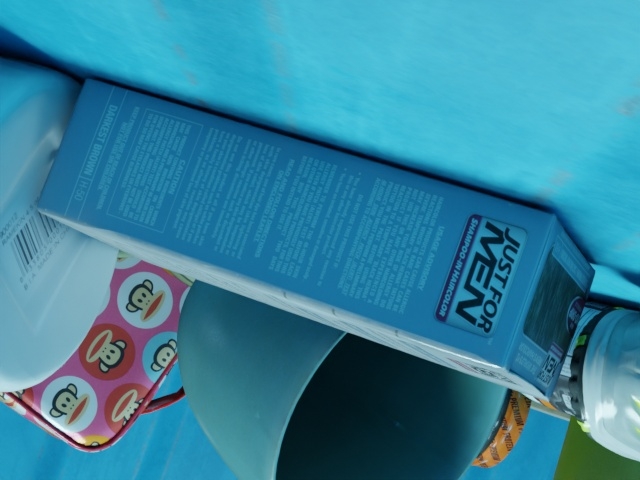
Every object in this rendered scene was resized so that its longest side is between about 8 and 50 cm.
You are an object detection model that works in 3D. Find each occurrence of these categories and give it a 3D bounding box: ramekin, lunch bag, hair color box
[{"bbox_3d":[-0.266,-0.015,1.090,0.135,0.277,0.277,10,171,21],"label":"ramekin"},{"bbox_3d":[-0.240,0.082,1.588,0.258,0.293,0.120,42,166,-18],"label":"lunch bag"},{"bbox_3d":[0.000,0.000,1.058,0.374,0.114,0.185,18,174,22],"label":"hair color box"}]

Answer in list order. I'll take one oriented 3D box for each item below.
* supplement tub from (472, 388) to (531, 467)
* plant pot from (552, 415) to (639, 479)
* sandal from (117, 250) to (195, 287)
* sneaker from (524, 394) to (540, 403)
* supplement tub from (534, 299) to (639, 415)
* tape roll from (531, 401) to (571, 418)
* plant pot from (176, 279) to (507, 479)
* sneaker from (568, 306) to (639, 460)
[{"bbox_3d":[0.083,0.164,1.781,0.338,0.207,0.207,20,174,-18],"label":"supplement tub"},{"bbox_3d":[0.427,0.285,1.700,0.212,0.212,0.187,41,145,-28],"label":"plant pot"},{"bbox_3d":[-0.156,-0.030,1.437,0.086,0.120,0.302,-20,151,35],"label":"sandal"},{"bbox_3d":[0.277,0.133,1.542,0.092,0.087,0.228,32,162,-30],"label":"sneaker"},{"bbox_3d":[0.252,0.109,1.246,0.106,0.106,0.198,25,172,-42],"label":"supplement tub"},{"bbox_3d":[0.305,0.201,2.079,0.392,0.072,0.392,20,173,2],"label":"tape roll"},{"bbox_3d":[0.001,0.114,1.361,0.235,0.293,0.293,35,-175,42],"label":"plant pot"},{"bbox_3d":[0.374,0.155,1.107,0.384,0.145,0.147,17,168,-30],"label":"sneaker"}]
